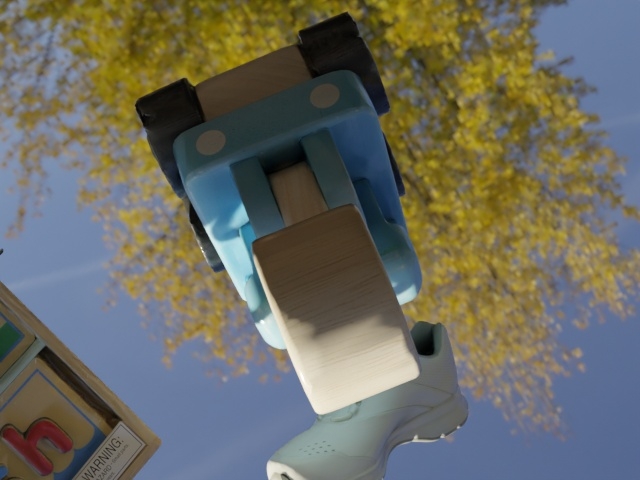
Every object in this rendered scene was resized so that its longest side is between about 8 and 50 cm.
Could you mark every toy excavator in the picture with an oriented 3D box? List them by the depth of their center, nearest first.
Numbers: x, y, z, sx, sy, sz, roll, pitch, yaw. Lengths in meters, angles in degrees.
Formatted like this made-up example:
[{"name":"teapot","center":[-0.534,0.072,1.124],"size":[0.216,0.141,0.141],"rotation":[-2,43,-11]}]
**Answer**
[{"name":"toy excavator","center":[0.000,0.000,1.052],"size":[0.222,0.433,0.445],"rotation":[-23,-123,-1]}]

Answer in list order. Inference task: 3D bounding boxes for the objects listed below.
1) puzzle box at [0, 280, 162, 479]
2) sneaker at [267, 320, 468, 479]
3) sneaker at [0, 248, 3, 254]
[{"name":"puzzle box","center":[-0.329,0.204,0.823],"size":[0.409,0.272,0.052],"rotation":[-51,-151,-20]},{"name":"sneaker","center":[0.045,0.177,1.293],"size":[0.111,0.129,0.297],"rotation":[6,-159,38]},{"name":"sneaker","center":[-0.306,-0.006,0.992],"size":[0.069,0.098,0.038],"rotation":[-58,-160,-13]}]
